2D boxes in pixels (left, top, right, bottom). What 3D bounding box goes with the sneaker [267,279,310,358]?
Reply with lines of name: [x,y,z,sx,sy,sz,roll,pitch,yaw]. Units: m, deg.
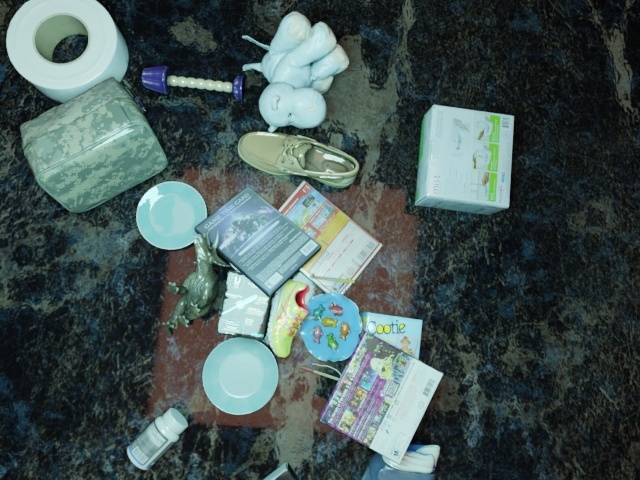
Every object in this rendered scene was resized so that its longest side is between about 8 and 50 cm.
sneaker: [-0.075,0.200,1.183,0.094,0.081,0.209,0,75,25]

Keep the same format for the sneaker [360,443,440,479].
sneaker: [0.264,0.643,1.143,0.322,0.130,0.236,37,85,7]

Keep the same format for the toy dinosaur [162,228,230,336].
toy dinosaur: [-0.304,0.141,1.141,0.121,0.160,0.314,29,124,14]

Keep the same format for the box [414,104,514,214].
box: [0.397,-0.220,1.274,0.231,0.127,0.262,6,82,-3]

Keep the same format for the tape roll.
tape roll: [-0.685,-0.526,1.252,0.286,0.100,0.286,0,82,-3]

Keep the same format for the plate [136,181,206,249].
plate: [-0.403,-0.067,1.247,0.188,0.024,0.188,1,81,-4]

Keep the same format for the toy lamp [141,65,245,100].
toy lamp: [-0.352,-0.439,1.274,0.274,0.080,0.080,4,82,-3]

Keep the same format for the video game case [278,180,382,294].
video game case: [0.000,0.000,1.266,0.285,0.025,0.204,40,82,1]

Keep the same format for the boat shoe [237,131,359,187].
boat shoe: [-0.059,-0.237,1.251,0.341,0.110,0.122,12,82,-3]

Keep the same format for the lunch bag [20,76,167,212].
lunch bag: [-0.581,-0.262,1.169,0.305,0.212,0.256,-32,69,-10]

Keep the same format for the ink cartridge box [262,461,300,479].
ink cartridge box: [-0.182,0.745,1.135,0.371,0.069,0.176,-36,86,-6]

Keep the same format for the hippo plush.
hippo plush: [-0.078,-0.423,1.191,0.294,0.234,0.237,9,65,-5]

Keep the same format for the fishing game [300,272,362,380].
fishing game: [0.021,0.225,1.181,0.189,0.041,0.264,9,89,32]

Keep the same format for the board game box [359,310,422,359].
board game box: [0.160,0.329,1.173,0.144,0.142,0.275,9,82,-3]

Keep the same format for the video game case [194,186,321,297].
video game case: [-0.162,-0.005,1.195,0.274,0.026,0.196,39,62,16]

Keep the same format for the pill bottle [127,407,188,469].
pill bottle: [-0.404,0.492,1.143,0.137,0.078,0.078,-44,87,-9]

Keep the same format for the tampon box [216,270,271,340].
tampon box: [-0.190,0.169,1.190,0.120,0.101,0.161,10,81,-3]

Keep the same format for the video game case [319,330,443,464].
video game case: [0.143,0.364,1.073,0.210,0.042,0.232,28,82,0]

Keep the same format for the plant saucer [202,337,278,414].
plant saucer: [-0.207,0.350,1.197,0.194,0.037,0.195,1,83,-4]
